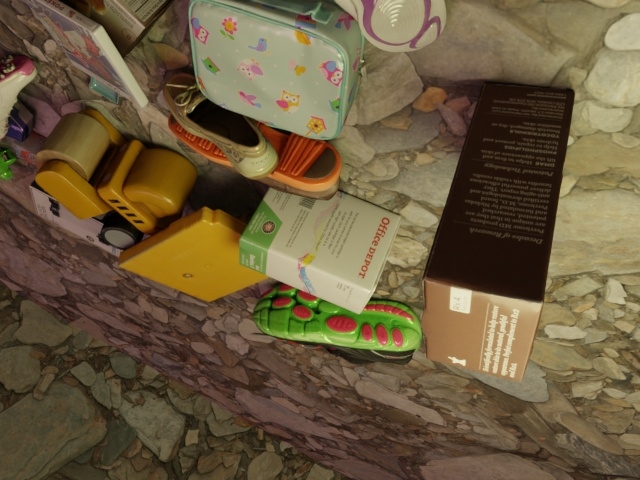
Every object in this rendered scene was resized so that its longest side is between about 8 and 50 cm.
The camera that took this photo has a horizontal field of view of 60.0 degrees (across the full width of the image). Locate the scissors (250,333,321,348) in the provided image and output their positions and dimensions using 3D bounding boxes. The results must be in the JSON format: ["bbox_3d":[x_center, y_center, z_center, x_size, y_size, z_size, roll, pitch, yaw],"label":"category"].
[{"bbox_3d":[-0.116,0.336,1.859,0.297,0.021,0.109,-17,129,45],"label":"scissors"}]

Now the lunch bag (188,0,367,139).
[{"bbox_3d":[-0.063,-0.291,0.874,0.279,0.107,0.224,20,145,9],"label":"lunch bag"}]

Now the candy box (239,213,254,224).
[{"bbox_3d":[-0.120,0.013,1.385,0.109,0.053,0.186,4,142,28],"label":"candy box"}]

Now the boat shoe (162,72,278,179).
[{"bbox_3d":[-0.185,-0.227,0.993,0.285,0.104,0.089,39,166,20],"label":"boat shoe"}]

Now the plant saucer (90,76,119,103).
[{"bbox_3d":[-0.428,-0.356,1.120,0.067,0.018,0.192,31,148,-8],"label":"plant saucer"}]

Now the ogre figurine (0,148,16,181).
[{"bbox_3d":[-0.935,-0.241,1.570,0.118,0.097,0.197,37,134,17],"label":"ogre figurine"}]

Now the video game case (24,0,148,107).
[{"bbox_3d":[-0.403,-0.331,0.954,0.183,0.023,0.201,32,165,15],"label":"video game case"}]

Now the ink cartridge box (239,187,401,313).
[{"bbox_3d":[0.000,0.000,1.145,0.278,0.201,0.117,23,148,5],"label":"ink cartridge box"}]

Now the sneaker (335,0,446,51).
[{"bbox_3d":[0.049,-0.360,0.712,0.305,0.152,0.114,21,138,-34],"label":"sneaker"}]

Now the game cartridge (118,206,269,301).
[{"bbox_3d":[-0.263,0.041,1.314,0.324,0.052,0.285,-24,143,32],"label":"game cartridge"}]

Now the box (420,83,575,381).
[{"bbox_3d":[0.250,-0.027,0.768,0.143,0.381,0.191,12,144,20],"label":"box"}]

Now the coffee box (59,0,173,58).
[{"bbox_3d":[-0.383,-0.432,0.905,0.246,0.098,0.141,43,146,-23],"label":"coffee box"}]

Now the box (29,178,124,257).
[{"bbox_3d":[-0.683,-0.078,1.618,0.290,0.087,0.169,29,147,-3],"label":"box"}]

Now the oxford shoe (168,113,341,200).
[{"bbox_3d":[-0.133,-0.164,1.087,0.364,0.130,0.132,26,161,12],"label":"oxford shoe"}]

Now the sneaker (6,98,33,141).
[{"bbox_3d":[-0.881,-0.314,1.342,0.316,0.182,0.127,33,148,-10],"label":"sneaker"}]

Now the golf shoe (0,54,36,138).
[{"bbox_3d":[-0.747,-0.299,1.253,0.306,0.115,0.140,-29,138,9],"label":"golf shoe"}]

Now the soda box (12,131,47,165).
[{"bbox_3d":[-0.709,-0.219,1.462,0.183,0.063,0.058,26,147,1],"label":"soda box"}]

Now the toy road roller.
[{"bbox_3d":[-0.437,-0.148,1.261,0.241,0.202,0.329,-13,136,29],"label":"toy road roller"}]

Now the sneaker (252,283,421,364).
[{"bbox_3d":[0.029,0.246,1.487,0.483,0.185,0.202,11,140,24],"label":"sneaker"}]
